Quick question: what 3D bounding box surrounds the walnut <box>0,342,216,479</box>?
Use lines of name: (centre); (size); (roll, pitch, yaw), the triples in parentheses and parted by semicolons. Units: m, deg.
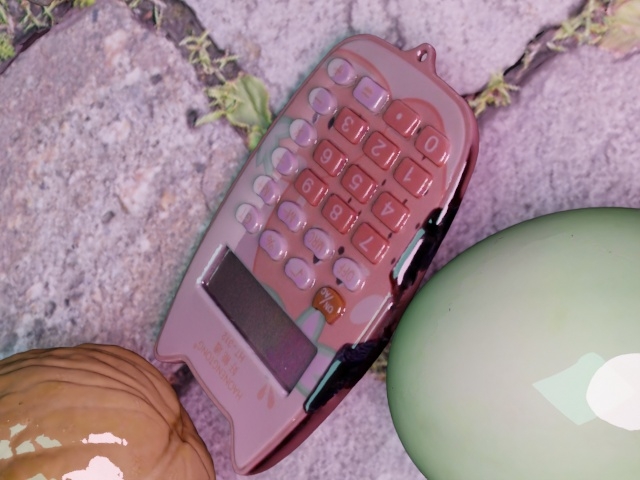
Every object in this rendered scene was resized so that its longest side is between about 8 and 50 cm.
walnut: (-0.213, 0.196, 1.023); (0.261, 0.225, 0.225); (-22, 84, 20)

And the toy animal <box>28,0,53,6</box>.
toy animal: (-0.252, -0.328, 1.076); (0.125, 0.127, 0.251); (14, 83, 33)

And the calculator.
calculator: (0.000, 0.000, 0.965); (0.329, 0.048, 0.220); (-59, 41, 14)

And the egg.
egg: (0.174, 0.090, 0.847); (0.270, 0.220, 0.220); (-13, 88, 29)
